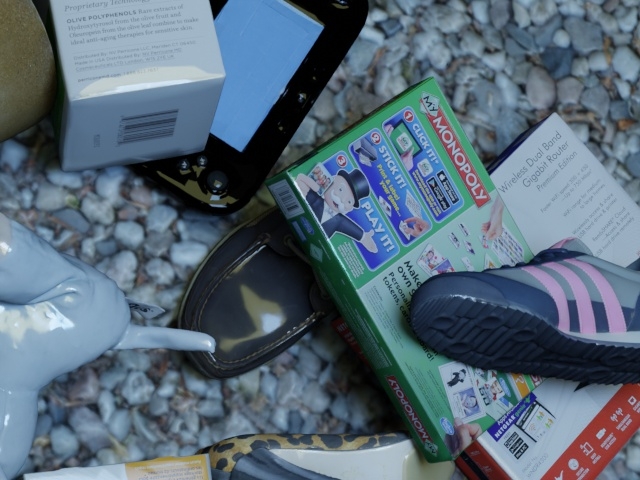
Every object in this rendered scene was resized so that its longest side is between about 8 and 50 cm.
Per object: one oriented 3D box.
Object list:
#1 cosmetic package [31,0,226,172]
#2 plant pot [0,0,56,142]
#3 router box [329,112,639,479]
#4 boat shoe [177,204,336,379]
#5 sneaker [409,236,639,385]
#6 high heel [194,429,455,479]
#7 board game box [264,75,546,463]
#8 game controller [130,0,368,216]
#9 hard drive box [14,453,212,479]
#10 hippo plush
[{"bbox_3d":[-0.205,-0.275,1.737,0.155,0.197,0.366,-10,72,-13],"label":"cosmetic package"},{"bbox_3d":[-0.409,-0.136,1.601,0.237,0.237,0.254,50,56,-3],"label":"plant pot"},{"bbox_3d":[0.227,0.085,1.901,0.301,0.082,0.335,48,64,-4],"label":"router box"},{"bbox_3d":[0.000,0.000,1.805,0.132,0.130,0.355,48,64,-3],"label":"boat shoe"},{"bbox_3d":[0.211,0.054,1.742,0.319,0.112,0.131,14,55,-34],"label":"sneaker"},{"bbox_3d":[0.008,0.220,1.792,0.261,0.186,0.093,-1,100,-55],"label":"high heel"},{"bbox_3d":[0.107,0.026,1.756,0.213,0.046,0.317,-35,98,-35],"label":"board game box"},{"bbox_3d":[-0.082,-0.178,1.857,0.166,0.067,0.319,36,65,-9],"label":"game controller"},{"bbox_3d":[-0.183,0.325,1.667,0.181,0.089,0.232,-5,78,-22],"label":"hard drive box"},{"bbox_3d":[-0.310,0.101,1.634,0.294,0.234,0.237,34,84,-36],"label":"hippo plush"}]
